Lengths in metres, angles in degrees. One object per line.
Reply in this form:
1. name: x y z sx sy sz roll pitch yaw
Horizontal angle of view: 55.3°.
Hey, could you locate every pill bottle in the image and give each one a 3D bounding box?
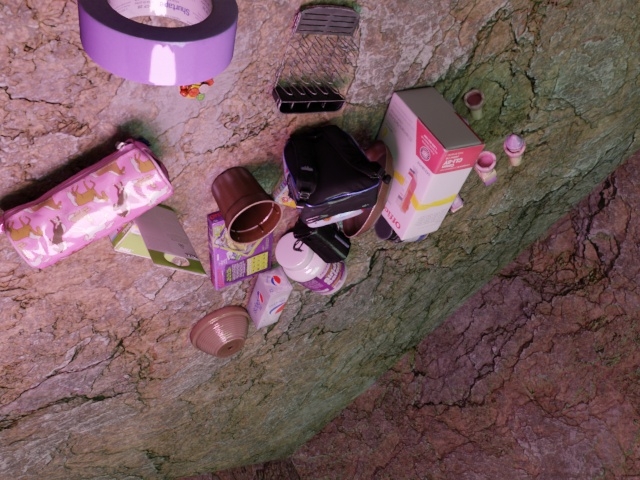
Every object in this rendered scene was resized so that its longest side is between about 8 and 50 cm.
1. pill bottle: 0.313 -0.053 2.327 0.219 0.123 0.123 -3 138 -41
2. pill bottle: -0.033 0.077 2.128 0.169 0.169 0.301 -39 150 8

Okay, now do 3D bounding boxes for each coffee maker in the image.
1. coffee maker: 0.000 0.000 1.959 0.178 0.120 0.171 42 75 -37

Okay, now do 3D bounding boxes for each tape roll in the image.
1. tape roll: -0.289 -0.396 1.099 0.274 0.275 0.090 -16 145 -28

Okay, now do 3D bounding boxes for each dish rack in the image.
1. dish rack: -0.001 -0.444 1.512 0.208 0.074 0.272 -12 143 -35

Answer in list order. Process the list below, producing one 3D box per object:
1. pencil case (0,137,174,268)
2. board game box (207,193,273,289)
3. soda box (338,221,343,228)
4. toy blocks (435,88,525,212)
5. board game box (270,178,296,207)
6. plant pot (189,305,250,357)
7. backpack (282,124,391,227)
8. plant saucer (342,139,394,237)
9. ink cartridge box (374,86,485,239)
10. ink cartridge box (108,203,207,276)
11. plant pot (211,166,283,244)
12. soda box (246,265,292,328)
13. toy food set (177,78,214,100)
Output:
1. pencil case: -0.538 -0.086 1.419 0.386 0.167 0.160 -32 -178 -4
2. board game box: -0.252 0.012 1.948 0.208 0.056 0.347 -24 149 -25
3. soda box: 0.049 -0.076 2.094 0.183 0.063 0.058 7 130 -49
4. toy blocks: 0.449 -0.308 1.937 0.309 0.289 0.260 -36 156 7
5. board game box: -0.071 -0.152 1.907 0.103 0.026 0.154 -48 147 22
6. plant pot: -0.357 0.358 2.276 0.237 0.110 0.237 -24 147 -16
7. backpack: 0.019 -0.184 1.716 0.276 0.264 0.213 -14 152 -16
8. plant saucer: 0.149 -0.152 1.861 0.050 0.311 0.311 16 130 -15
9. ink cartridge box: 0.298 -0.232 1.900 0.160 0.279 0.385 -15 145 -28
10. ink cartridge box: -0.428 0.012 1.564 0.097 0.255 0.188 -44 148 17
11. plant pot: -0.214 -0.104 1.698 0.166 0.165 0.167 -24 148 -17
12. soda box: -0.187 0.211 2.201 0.091 0.098 0.286 -19 155 -27
13. toy food set: -0.287 -0.359 1.406 0.082 0.020 0.083 -2 136 -43
